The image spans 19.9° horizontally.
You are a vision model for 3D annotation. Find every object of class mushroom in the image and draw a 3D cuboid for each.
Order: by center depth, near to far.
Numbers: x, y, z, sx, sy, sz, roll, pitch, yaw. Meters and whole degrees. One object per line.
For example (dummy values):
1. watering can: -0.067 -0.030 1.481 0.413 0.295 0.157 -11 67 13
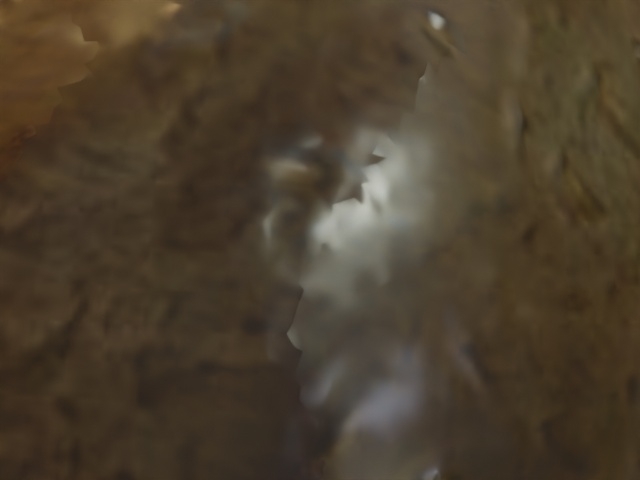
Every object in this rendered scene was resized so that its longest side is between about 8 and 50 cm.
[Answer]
1. mushroom: 0.022 0.039 0.466 0.239 0.345 0.345 19 -59 5
